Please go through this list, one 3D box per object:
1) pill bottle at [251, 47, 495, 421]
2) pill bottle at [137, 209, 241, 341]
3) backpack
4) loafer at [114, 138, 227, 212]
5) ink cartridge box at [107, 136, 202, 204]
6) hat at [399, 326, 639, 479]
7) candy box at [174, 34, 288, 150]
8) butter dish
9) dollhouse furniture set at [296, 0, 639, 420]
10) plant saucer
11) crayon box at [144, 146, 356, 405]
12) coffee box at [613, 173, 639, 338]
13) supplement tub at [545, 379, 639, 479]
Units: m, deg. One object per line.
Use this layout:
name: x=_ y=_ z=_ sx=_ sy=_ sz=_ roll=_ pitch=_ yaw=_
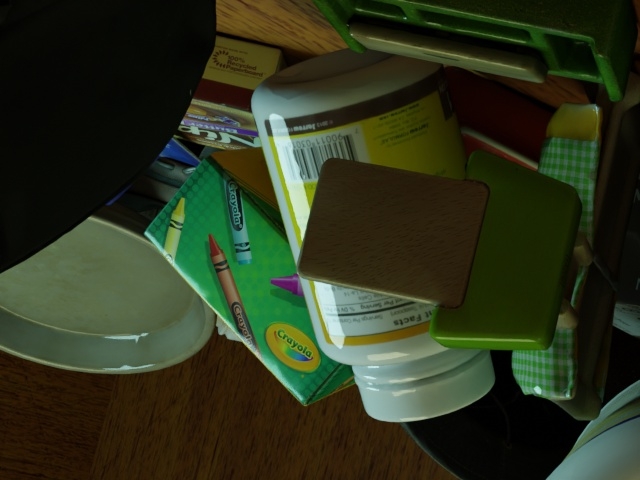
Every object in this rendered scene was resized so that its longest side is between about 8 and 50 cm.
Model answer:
pill bottle: x=0.040 y=-0.005 z=1.128 sx=0.117 sy=0.215 sz=0.117 roll=-14 pitch=-165 yaw=4
pill bottle: x=-0.199 y=-0.009 z=1.810 sx=0.334 sy=0.188 sz=0.188 roll=16 pitch=173 yaw=-7
backpack: x=-0.276 y=-0.097 z=1.022 sx=0.355 sy=0.273 sz=0.290 roll=27 pitch=-145 yaw=20
loafer: x=-0.097 y=-0.066 z=1.588 sx=0.267 sy=0.084 sz=0.096 roll=7 pitch=-157 yaw=34
ink cartridge box: x=-0.257 y=-0.106 z=1.450 sx=0.333 sy=0.065 sz=0.165 roll=22 pitch=175 yaw=14
hat: x=0.157 y=0.134 z=1.715 sx=0.331 sy=0.331 sz=0.134 roll=17 pitch=139 yaw=-20
candy box: x=-0.076 y=-0.104 z=1.346 sx=0.109 sy=0.053 sz=0.186 roll=14 pitch=175 yaw=6
butter dish: x=0.076 y=-0.041 z=1.259 sx=0.160 sy=0.160 sz=0.118 roll=24 pitch=-167 yaw=-34
dollhouse furniture set: x=0.088 y=-0.022 z=1.045 sx=0.151 sy=0.197 sz=0.301 roll=12 pitch=172 yaw=16
plant saucer: x=-0.226 y=0.033 z=1.673 sx=0.278 sy=0.041 sz=0.278 roll=7 pitch=147 yaw=5
crayon box: x=0.013 y=0.012 z=1.357 sx=0.165 sy=0.081 sz=0.278 roll=46 pitch=-158 yaw=13
coffee box: x=0.290 y=0.020 z=1.287 sx=0.168 sy=0.119 sz=0.297 roll=11 pitch=173 yaw=28
supplement tub: x=0.252 y=0.200 z=1.165 sx=0.241 sy=0.241 sz=0.331 roll=13 pitch=-172 yaw=14
